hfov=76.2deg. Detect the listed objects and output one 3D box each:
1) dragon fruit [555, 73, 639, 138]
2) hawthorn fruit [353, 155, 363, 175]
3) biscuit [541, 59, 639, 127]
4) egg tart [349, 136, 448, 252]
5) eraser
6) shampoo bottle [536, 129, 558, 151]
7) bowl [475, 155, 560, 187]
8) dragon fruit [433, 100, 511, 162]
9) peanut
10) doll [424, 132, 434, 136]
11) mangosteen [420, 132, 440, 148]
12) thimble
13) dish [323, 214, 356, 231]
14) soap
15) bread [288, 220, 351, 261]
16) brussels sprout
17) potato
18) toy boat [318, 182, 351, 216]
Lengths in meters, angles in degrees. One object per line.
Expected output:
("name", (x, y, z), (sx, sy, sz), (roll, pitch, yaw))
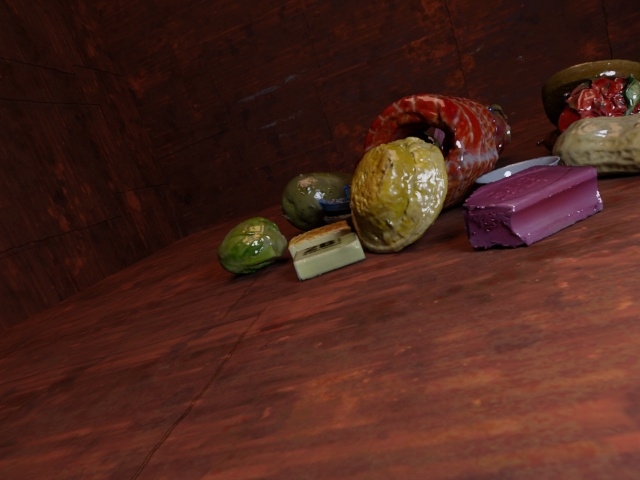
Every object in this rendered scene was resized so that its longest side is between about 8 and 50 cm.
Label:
("dragon fruit", (0.776, -0.326, 1.138), (0.234, 0.233, 0.293), (-19, -9, 6))
("hawthorn fruit", (0.248, -0.208, 1.493), (0.266, 0.210, 0.230), (13, 34, 2))
("biscuit", (0.884, -0.438, 1.262), (0.351, 0.070, 0.394), (8, -8, 33))
("egg tart", (0.158, -0.127, 0.998), (0.128, 0.318, 0.319), (22, -14, -32))
("eraser", (0.021, 0.038, 1.033), (0.172, 0.058, 0.117), (-19, 12, 5))
("shampoo bottle", (0.825, -0.344, 1.418), (0.086, 0.085, 0.244), (-16, 10, 18))
("bowl", (0.480, -0.132, 0.984), (0.189, 0.085, 0.189), (-19, 9, 3))
("dragon fruit", (0.645, -0.430, 1.668), (0.263, 0.314, 0.296), (-8, 9, -41))
("peanut", (0.650, -0.214, 0.930), (0.159, 0.142, 0.291), (1, 3, -21))
("doll", (0.408, -0.372, 1.922), (0.247, 0.247, 0.350), (-27, 16, -31))
("mangosteen", (0.349, -0.329, 1.630), (0.288, 0.287, 0.233), (-12, 21, 34))
("thimble", (0.304, -0.240, 1.159), (0.231, 0.349, 0.350), (-13, 4, -41))
("dish", (0.109, -0.071, 1.377), (0.191, 0.066, 0.190), (-14, 14, 4))
("soap", (0.392, -0.062, 0.790), (0.250, 0.099, 0.162), (-23, 19, -15))
("bread", (0.001, 0.000, 1.220), (0.189, 0.068, 0.125), (-19, 11, 2))
("brussels sprout", (-0.220, 0.018, 1.275), (0.223, 0.161, 0.223), (-24, 5, 2))
("potato", (0.012, -0.157, 1.594), (0.270, 0.219, 0.359), (-18, 0, 42))
("toy boat", (0.099, -0.137, 1.307), (0.223, 0.097, 0.100), (-9, 13, 19))
